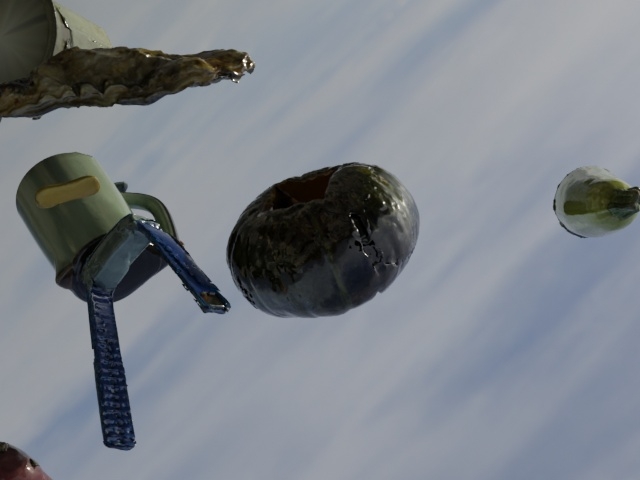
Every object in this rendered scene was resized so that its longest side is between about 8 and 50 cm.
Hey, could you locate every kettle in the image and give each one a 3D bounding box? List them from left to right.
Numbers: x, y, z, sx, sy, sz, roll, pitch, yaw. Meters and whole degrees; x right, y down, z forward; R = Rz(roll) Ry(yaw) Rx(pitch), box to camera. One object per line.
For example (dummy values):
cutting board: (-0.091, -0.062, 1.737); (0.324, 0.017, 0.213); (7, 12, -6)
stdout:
kettle: (-0.360, -0.023, 2.090); (0.240, 0.165, 0.255); (-13, -143, -26)

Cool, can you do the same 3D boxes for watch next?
watch: (-0.278, 0.123, 1.874); (0.276, 0.068, 0.274); (-53, -129, 13)

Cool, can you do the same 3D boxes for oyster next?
oyster: (-0.243, -0.176, 1.411); (0.345, 0.078, 0.128); (-8, -159, 3)

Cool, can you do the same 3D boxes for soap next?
soap: (-0.341, -0.066, 1.700); (0.089, 0.034, 0.012); (-16, -144, -15)

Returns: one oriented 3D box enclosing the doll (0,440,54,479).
doll: (-0.508, 0.419, 1.847); (0.196, 0.152, 0.256); (-27, -156, 35)

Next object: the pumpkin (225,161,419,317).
pumpkin: (0.000, 0.000, 2.002); (0.320, 0.192, 0.320); (-22, -159, 9)

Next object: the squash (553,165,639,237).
squash: (0.345, -0.047, 1.508); (0.094, 0.094, 0.224); (-48, -179, 0)

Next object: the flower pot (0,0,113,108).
flower pot: (-0.419, -0.282, 1.889); (0.212, 0.212, 0.203); (-42, 157, 19)
